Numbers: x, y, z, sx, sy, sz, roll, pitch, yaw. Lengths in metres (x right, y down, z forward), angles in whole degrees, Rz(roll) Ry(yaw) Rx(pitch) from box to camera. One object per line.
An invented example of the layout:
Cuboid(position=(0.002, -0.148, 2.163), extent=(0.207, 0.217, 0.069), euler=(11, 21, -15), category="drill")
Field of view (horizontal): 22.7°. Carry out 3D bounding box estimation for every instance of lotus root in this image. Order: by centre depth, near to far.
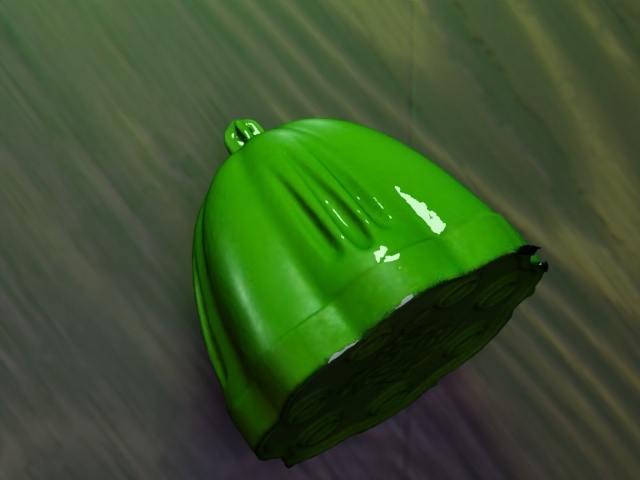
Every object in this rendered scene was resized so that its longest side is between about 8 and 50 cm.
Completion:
Cuboid(position=(0.000, 0.000, 0.835), extent=(0.186, 0.186, 0.186), euler=(1, 85, -9), category="lotus root")
